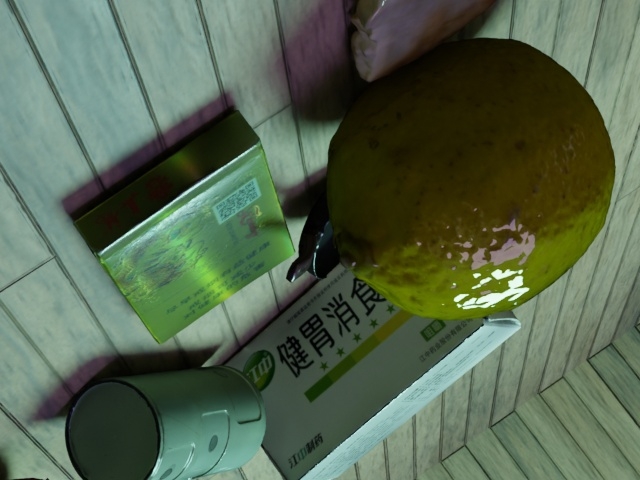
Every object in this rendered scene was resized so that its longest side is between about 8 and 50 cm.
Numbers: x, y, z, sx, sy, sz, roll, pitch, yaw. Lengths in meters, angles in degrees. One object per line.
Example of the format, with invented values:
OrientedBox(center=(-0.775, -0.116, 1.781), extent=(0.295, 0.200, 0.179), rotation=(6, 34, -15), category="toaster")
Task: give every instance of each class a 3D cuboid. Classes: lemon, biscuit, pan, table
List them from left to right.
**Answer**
OrientedBox(center=(-0.168, 0.206, 1.829), extent=(0.126, 0.126, 0.220), rotation=(-43, 161, 21), category="table")
OrientedBox(center=(-0.003, -0.001, 1.664), extent=(0.212, 0.040, 0.115), rotation=(-38, 151, -63), category="pan")
OrientedBox(center=(0.132, -0.053, 1.526), extent=(0.310, 0.253, 0.253), rotation=(-34, 163, -25), category="lemon")
OrientedBox(center=(0.122, -0.256, 1.348), extent=(0.204, 0.040, 0.309), rotation=(-29, 161, -20), category="biscuit")

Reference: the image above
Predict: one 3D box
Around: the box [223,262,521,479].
OrientedBox(center=(0.058, 0.126, 1.963), extent=(0.333, 0.173, 0.145), rotation=(-42, 163, 17), category="box")

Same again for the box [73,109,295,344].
OrientedBox(center=(-0.116, -0.003, 1.535), extent=(0.173, 0.043, 0.311), rotation=(-35, 163, -6), category="box")

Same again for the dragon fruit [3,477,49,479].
OrientedBox(center=(-0.344, 0.366, 1.776), extent=(0.227, 0.224, 0.224), rotation=(-36, 163, -19), category="dragon fruit")
